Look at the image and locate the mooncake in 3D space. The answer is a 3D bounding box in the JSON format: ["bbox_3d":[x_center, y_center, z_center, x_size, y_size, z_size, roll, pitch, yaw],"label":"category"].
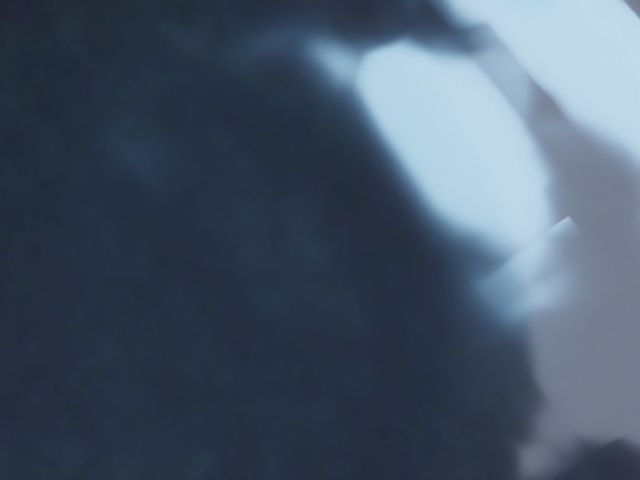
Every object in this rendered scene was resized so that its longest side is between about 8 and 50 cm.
[{"bbox_3d":[0.000,0.000,0.437,0.245,0.133,0.245,5,108,16],"label":"mooncake"}]
